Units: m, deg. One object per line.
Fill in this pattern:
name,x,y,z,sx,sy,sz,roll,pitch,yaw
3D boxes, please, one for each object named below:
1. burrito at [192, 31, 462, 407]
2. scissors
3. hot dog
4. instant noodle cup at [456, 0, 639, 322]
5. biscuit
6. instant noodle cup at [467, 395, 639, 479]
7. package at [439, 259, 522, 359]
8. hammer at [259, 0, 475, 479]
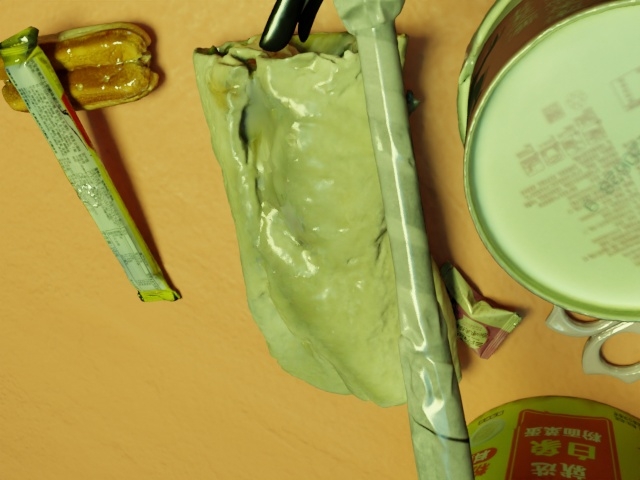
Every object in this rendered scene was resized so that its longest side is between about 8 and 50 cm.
burrito,0.002,0.000,0.555,0.190,0.135,0.332,-4,111,23
scissors,0.286,0.039,0.538,0.212,0.021,0.110,-34,101,29
hot dog,-0.223,-0.152,0.619,0.165,0.045,0.071,-2,113,20
instant noodle cup,0.191,-0.067,0.435,0.234,0.178,0.235,8,116,17
biscuit,-0.210,-0.052,0.639,0.048,0.026,0.292,-2,125,28
instant noodle cup,0.198,0.283,0.561,0.311,0.221,0.312,7,114,15
package,0.127,0.061,0.600,0.083,0.029,0.059,39,127,12
hammer,0.061,0.032,0.391,0.152,0.044,0.427,-6,98,43
